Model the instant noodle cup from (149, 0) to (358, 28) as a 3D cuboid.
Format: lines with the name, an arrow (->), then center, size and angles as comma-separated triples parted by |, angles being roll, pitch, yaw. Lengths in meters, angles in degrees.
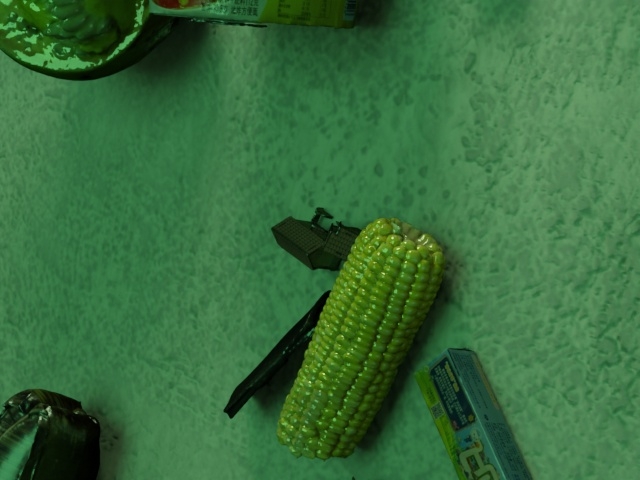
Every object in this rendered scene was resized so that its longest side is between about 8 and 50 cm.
instant noodle cup -> -0.060, -0.313, 1.821 | 0.264, 0.264, 0.200 | 12, 102, 43

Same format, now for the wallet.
wallet -> -0.042, 0.115, 1.852 | 0.018, 0.082, 0.157 | 40, 116, -5

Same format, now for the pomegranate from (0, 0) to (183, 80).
pomegranate -> -0.284, -0.316, 2.000 | 0.340, 0.260, 0.260 | 28, 104, 17

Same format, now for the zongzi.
zongzi -> -0.386, 0.285, 2.098 | 0.317, 0.154, 0.289 | 19, 89, 48

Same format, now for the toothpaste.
toothpaste -> 0.141, 0.197, 1.686 | 0.070, 0.044, 0.193 | -40, 59, 31

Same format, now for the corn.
corn -> 0.038, 0.095, 1.763 | 0.093, 0.093, 0.244 | 39, 112, 39

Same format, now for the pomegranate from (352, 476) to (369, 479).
pomegranate -> 0.006, 0.289, 1.748 | 0.130, 0.130, 0.130 | -7, 79, 42

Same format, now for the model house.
model house -> 0.000, 0.000, 1.834 | 0.083, 0.058, 0.057 | 38, 109, 39
